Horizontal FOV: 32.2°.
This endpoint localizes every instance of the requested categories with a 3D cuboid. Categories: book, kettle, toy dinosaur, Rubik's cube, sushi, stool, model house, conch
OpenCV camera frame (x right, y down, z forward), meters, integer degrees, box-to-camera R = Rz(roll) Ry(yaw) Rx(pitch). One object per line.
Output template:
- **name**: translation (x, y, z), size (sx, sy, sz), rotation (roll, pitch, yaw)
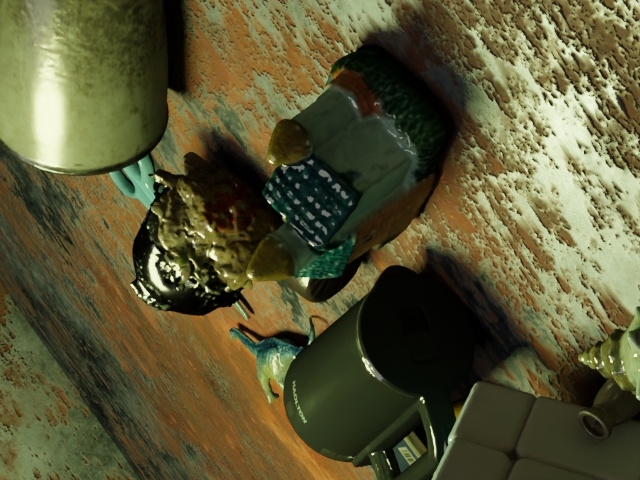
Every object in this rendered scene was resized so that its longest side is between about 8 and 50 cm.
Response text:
- **book**: translation (0.100, 0.329, 1.893), size (0.191, 0.025, 0.269), rotation (53, 160, 2)
- **kettle**: translation (0.078, 0.213, 1.594), size (0.203, 0.262, 0.308), rotation (20, 151, -10)
- **toy dinosaur**: translation (-0.074, 0.223, 2.030), size (0.363, 0.076, 0.147), rotation (-11, 105, 65)
- **Rubik's cube**: translation (0.286, 0.411, 1.327), size (0.318, 0.316, 0.322), rotation (12, 136, 23)
- **sushi**: translation (-0.188, -0.006, 1.806), size (0.238, 0.225, 0.218), rotation (27, 149, -19)
- **stool**: translation (0.000, 0.000, 1.613), size (0.121, 0.125, 0.217), rotation (43, 141, 25)
- **model house**: translation (-0.001, -0.060, 1.368), size (0.184, 0.291, 0.253), rotation (42, 151, 12)
- **conch**: translation (0.385, 0.149, 1.187), size (0.234, 0.114, 0.137), rotation (26, 155, 34)

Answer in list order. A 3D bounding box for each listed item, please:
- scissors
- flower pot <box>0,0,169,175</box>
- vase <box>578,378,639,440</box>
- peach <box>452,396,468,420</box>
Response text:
- **scissors**: translation (-0.274, -0.025, 2.109), size (0.447, 0.029, 0.192), rotation (52, 153, 6)
- **flower pot**: translation (-0.365, -0.306, 1.671), size (0.293, 0.293, 0.330), rotation (43, 145, 20)
- **vase**: translation (0.347, 0.187, 1.292), size (0.053, 0.100, 0.053), rotation (38, 150, 28)
- **peach**: translation (0.243, 0.304, 1.591), size (0.179, 0.103, 0.179), rotation (33, 144, 28)
